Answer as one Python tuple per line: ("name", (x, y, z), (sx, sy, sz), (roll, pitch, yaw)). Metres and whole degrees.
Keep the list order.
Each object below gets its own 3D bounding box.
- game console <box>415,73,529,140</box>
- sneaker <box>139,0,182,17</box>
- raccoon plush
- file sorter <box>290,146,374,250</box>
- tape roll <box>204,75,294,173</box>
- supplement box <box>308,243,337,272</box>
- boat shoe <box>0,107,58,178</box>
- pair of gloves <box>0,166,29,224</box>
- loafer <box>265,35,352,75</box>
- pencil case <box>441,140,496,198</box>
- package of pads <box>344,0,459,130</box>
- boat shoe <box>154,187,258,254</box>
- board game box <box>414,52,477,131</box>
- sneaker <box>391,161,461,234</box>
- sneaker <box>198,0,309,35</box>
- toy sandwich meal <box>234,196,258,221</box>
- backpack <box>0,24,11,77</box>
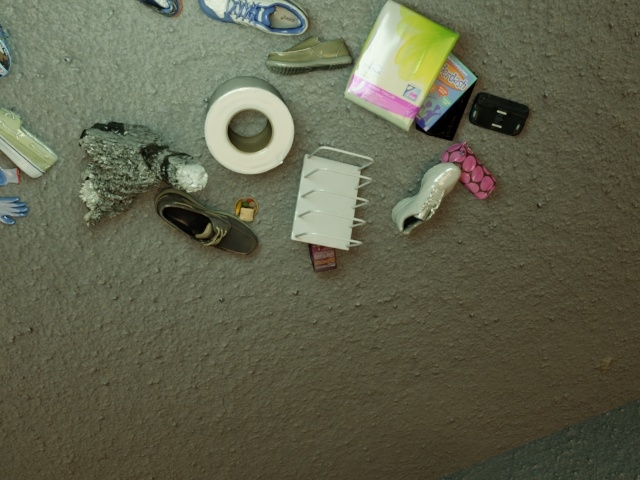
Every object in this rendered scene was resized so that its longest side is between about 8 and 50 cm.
("game console", (0.499, -0.409, 1.590), (0.362, 0.044, 0.213), (11, 115, -15))
("sneaker", (-0.455, -0.643, 1.246), (0.221, 0.087, 0.083), (22, 111, -21))
("raccoon plush", (-0.516, -0.129, 1.356), (0.216, 0.446, 0.299), (-13, 128, -43))
("file sorter", (0.043, -0.127, 1.510), (0.193, 0.173, 0.277), (11, 82, -17))
("tape roll", (-0.206, -0.332, 1.418), (0.246, 0.169, 0.246), (-5, 119, -9))
("supplement box", (0.000, 0.000, 1.678), (0.081, 0.104, 0.188), (-10, 119, -6))
("boat shoe", (-0.859, -0.307, 1.354), (0.094, 0.109, 0.302), (-40, 128, -6))
("pair of gloves", (-0.957, -0.137, 1.460), (0.160, 0.023, 0.198), (-1, 118, -10))
("loafer", (-0.037, -0.527, 1.403), (0.251, 0.094, 0.087), (-10, 95, -16))
("pencil case", (0.504, -0.234, 1.662), (0.209, 0.095, 0.098), (39, 91, -29))
("package of pads", (0.220, -0.499, 1.418), (0.229, 0.101, 0.296), (27, 110, -1))
("boat shoe", (-0.362, -0.034, 1.572), (0.356, 0.130, 0.132), (26, 111, -23))
("board game box", (0.336, -0.461, 1.491), (0.160, 0.047, 0.210), (41, 109, -7))
("sneaker", (0.359, -0.130, 1.639), (0.111, 0.129, 0.297), (29, 121, -18))
("sneaker", (-0.170, -0.610, 1.297), (0.297, 0.131, 0.111), (5, 119, -12))
("toy sandwich meal", (-0.242, -0.102, 1.616), (0.086, 0.029, 0.085), (-5, 119, -9))
("backpack", (-0.857, -0.486, 1.234), (0.158, 0.117, 0.173), (-28, 119, 5))
